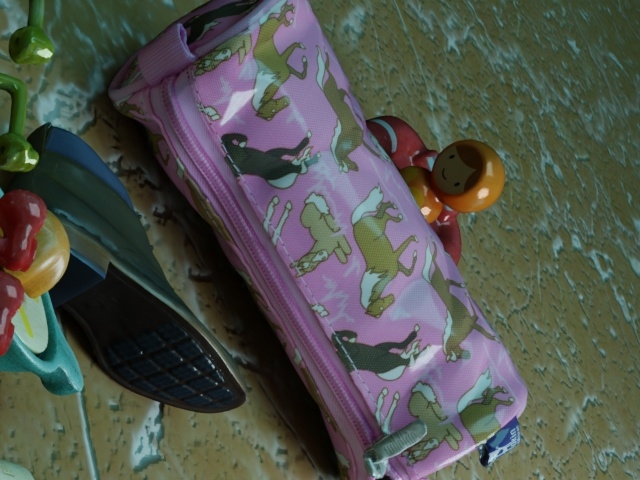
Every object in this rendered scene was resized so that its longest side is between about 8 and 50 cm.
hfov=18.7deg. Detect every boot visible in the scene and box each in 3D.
[{"bbox_3d":[-0.115,0.019,1.213,0.219,0.082,0.106,44,36,-39],"label":"boot"}]

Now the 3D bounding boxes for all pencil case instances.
[{"bbox_3d":[0.000,0.000,1.384,0.386,0.160,0.167,60,-9,-15],"label":"pencil case"}]

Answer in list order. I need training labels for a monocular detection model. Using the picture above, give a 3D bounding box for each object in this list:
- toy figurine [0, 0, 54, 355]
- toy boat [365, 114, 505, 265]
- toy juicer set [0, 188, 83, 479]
[{"bbox_3d":[-0.164,-0.074,0.814,0.191,0.217,0.362,24,50,-23],"label":"toy figurine"},{"bbox_3d":[0.079,-0.036,1.579,0.151,0.151,0.231,66,24,-2],"label":"toy boat"},{"bbox_3d":[-0.179,0.018,1.009,0.209,0.089,0.329,-75,142,-83],"label":"toy juicer set"}]
